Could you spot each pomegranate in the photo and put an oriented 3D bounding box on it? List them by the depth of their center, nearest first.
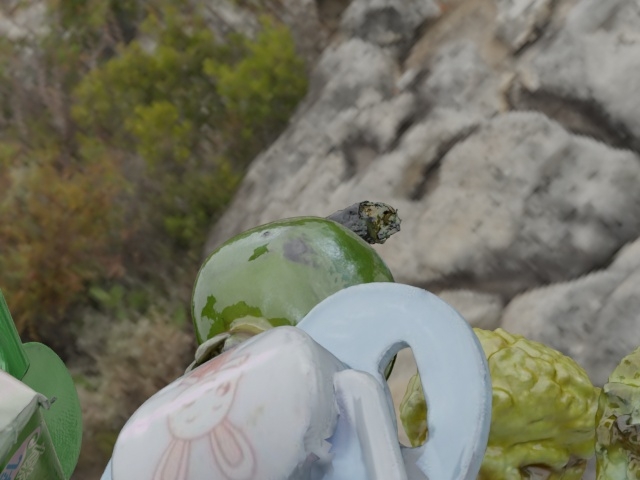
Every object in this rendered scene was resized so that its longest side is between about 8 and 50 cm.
[{"bbox_3d":[-0.033,0.078,1.107,0.187,0.187,0.225,-33,0,32],"label":"pomegranate"}]

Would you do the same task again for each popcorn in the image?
[{"bbox_3d":[0.331,0.181,1.163,0.198,0.198,0.212,-39,-1,22],"label":"popcorn"},{"bbox_3d":[0.222,0.219,1.517,0.225,0.286,0.173,-27,31,5],"label":"popcorn"}]

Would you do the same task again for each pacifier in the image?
[{"bbox_3d":[0.001,0.164,0.795,0.287,0.226,0.238,-34,43,18],"label":"pacifier"}]

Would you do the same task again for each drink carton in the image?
[{"bbox_3d":[-0.285,0.193,1.027,0.161,0.108,0.271,-57,-9,-23],"label":"drink carton"}]

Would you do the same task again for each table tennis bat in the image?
[{"bbox_3d":[-0.321,0.154,1.426,0.039,0.257,0.160,-9,26,18],"label":"table tennis bat"}]

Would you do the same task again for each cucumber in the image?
[{"bbox_3d":[0.000,0.000,1.407,0.182,0.053,0.053,-18,38,32],"label":"cucumber"}]
